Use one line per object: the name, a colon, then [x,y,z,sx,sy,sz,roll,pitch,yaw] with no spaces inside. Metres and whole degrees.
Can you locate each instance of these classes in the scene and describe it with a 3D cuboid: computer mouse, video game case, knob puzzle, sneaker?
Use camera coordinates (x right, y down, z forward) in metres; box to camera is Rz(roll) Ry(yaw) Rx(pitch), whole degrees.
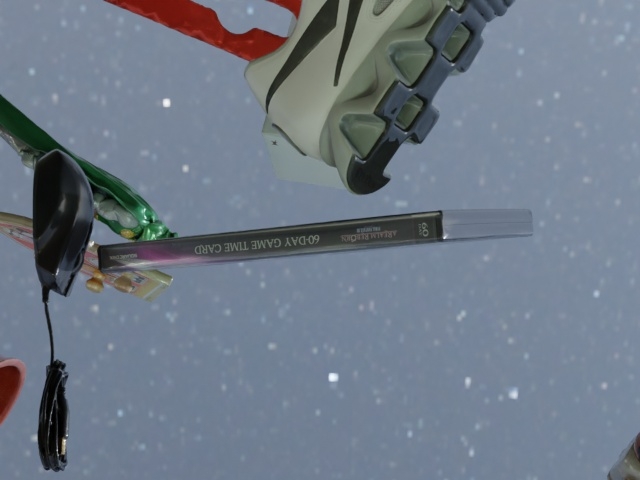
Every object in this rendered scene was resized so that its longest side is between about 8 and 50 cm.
computer mouse: [-0.186,0.048,1.048,0.041,0.071,0.242,-2,-104,-4]
video game case: [0.000,0.000,1.080,0.274,0.026,0.196,-5,179,26]
knob puzzle: [-0.251,0.021,1.429,0.213,0.213,0.030,17,-103,22]
sneaker: [0.068,-0.204,0.972,0.146,0.122,0.330,38,-90,25]

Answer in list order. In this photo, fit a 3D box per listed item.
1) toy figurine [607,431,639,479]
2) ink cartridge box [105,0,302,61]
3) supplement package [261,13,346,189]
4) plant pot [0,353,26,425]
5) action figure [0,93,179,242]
toy figurine: [0.404,0.267,1.430,0.213,0.148,0.209,-7,-111,-7]
ink cartridge box: [-0.044,-0.328,1.201,0.308,0.385,0.091,24,-155,10]
supplement package: [0.016,-0.154,1.427,0.105,0.105,0.179,10,-111,10]
plant pot: [-0.559,0.174,1.782,0.265,0.272,0.272,38,-136,9]
action figure: [-0.228,-0.053,1.343,0.232,0.063,0.137,34,178,10]
